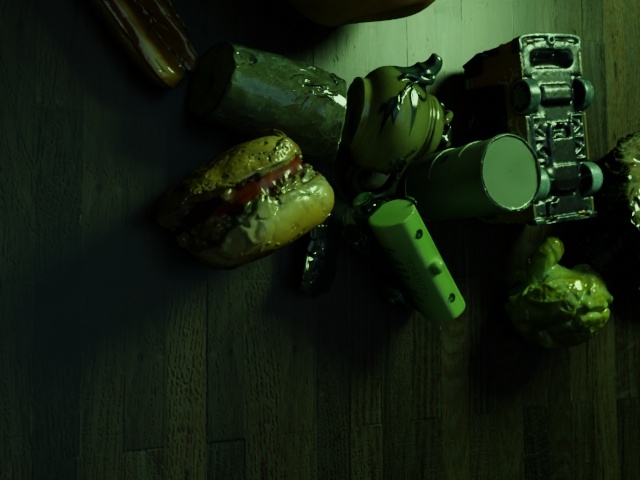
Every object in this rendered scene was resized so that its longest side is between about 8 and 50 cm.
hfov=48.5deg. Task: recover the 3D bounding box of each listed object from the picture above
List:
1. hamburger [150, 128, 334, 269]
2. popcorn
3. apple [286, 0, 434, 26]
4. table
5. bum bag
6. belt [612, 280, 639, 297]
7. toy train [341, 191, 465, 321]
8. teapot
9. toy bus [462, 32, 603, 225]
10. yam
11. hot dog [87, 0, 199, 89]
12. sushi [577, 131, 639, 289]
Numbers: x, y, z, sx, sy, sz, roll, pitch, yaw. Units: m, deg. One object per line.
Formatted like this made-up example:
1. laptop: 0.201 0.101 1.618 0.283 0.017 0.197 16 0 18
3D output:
1. hamburger: -0.108 -0.050 1.026 0.244 0.244 0.163 -35 105 -23
2. popcorn: 0.433 0.096 1.302 0.198 0.198 0.212 -22 90 -25
3. apple: 0.062 -0.495 1.069 0.364 0.364 0.364 2 86 -26
4. table: 0.250 -0.100 1.202 0.126 0.220 0.126 2 86 -26
5. bum bag: 0.000 0.000 1.172 0.087 0.049 0.197 22 73 -45
6. belt: 0.701 0.055 1.487 0.190 0.082 0.141 6 89 -24
7. toy train: 0.145 0.029 1.160 0.105 0.157 0.253 -43 119 -21
8. teapot: 0.131 -0.182 1.178 0.183 0.173 0.269 8 115 -16
9. toy bus: 0.376 -0.193 1.285 0.162 0.194 0.323 -8 93 -25
10. yam: -0.063 -0.214 1.097 0.254 0.154 0.154 16 80 -25
11. hot dog: -0.276 -0.347 1.046 0.115 0.072 0.269 -37 101 -22
12. sushi: 0.609 -0.068 1.343 0.211 0.171 0.350 40 44 -1
